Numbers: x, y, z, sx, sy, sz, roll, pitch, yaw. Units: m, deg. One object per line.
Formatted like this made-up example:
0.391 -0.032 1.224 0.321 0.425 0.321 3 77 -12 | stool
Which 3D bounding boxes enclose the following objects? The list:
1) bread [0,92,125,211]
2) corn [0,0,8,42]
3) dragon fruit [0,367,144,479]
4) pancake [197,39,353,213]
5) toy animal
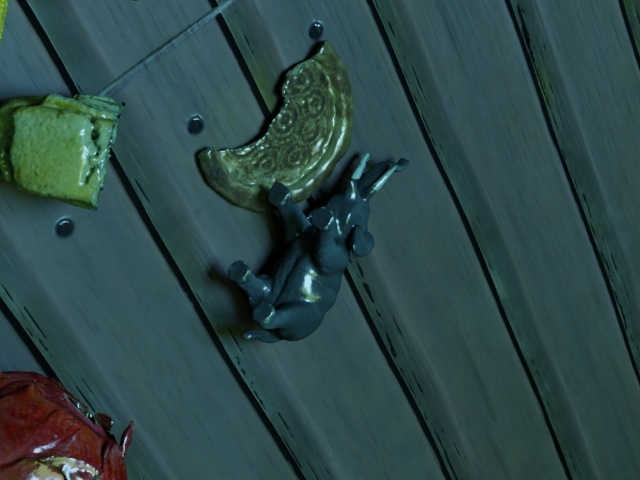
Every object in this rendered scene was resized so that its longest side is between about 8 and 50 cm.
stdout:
-0.237 -0.083 1.183 0.110 0.156 0.103 8 95 -7 | bread
-0.302 -0.178 1.112 0.085 0.063 0.165 11 97 -30 | corn
-0.290 0.235 1.169 0.241 0.241 0.252 38 65 -40 | dragon fruit
-0.037 -0.119 1.371 0.184 0.020 0.191 11 99 -39 | pancake
-0.002 -0.006 1.387 0.269 0.082 0.137 -56 151 -10 | toy animal
